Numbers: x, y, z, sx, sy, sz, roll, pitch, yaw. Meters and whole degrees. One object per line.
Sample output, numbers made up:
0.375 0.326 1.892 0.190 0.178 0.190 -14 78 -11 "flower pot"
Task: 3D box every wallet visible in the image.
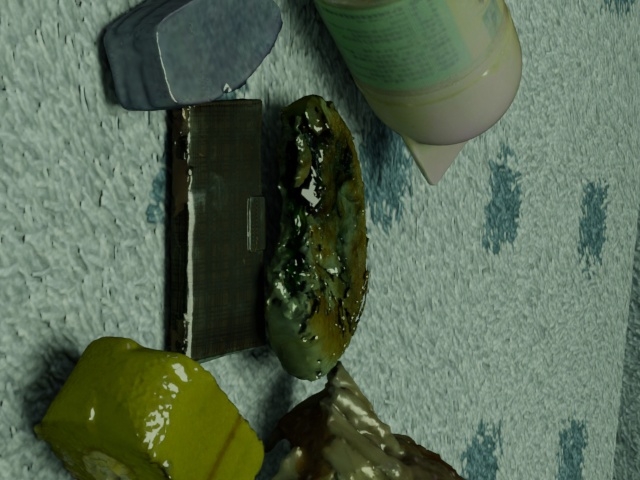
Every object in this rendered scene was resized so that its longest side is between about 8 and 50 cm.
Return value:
-0.127 -0.013 1.871 0.169 0.044 0.317 -11 103 -57 "wallet"

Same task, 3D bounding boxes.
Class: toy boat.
-0.138 -0.229 1.769 0.283 0.078 0.127 -36 116 -53 "toy boat"

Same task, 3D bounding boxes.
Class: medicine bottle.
0.150 -0.275 2.129 0.406 0.236 0.235 57 47 -47 "medicine bottle"

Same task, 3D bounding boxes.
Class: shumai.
0.073 0.298 2.037 0.267 0.314 0.262 -36 123 -38 "shumai"

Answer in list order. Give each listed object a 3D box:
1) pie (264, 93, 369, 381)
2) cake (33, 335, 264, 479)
0.000 0.000 2.021 0.296 0.078 0.371 21 70 -73 "pie"
-0.187 0.214 1.661 0.260 0.179 0.156 60 43 -43 "cake"
